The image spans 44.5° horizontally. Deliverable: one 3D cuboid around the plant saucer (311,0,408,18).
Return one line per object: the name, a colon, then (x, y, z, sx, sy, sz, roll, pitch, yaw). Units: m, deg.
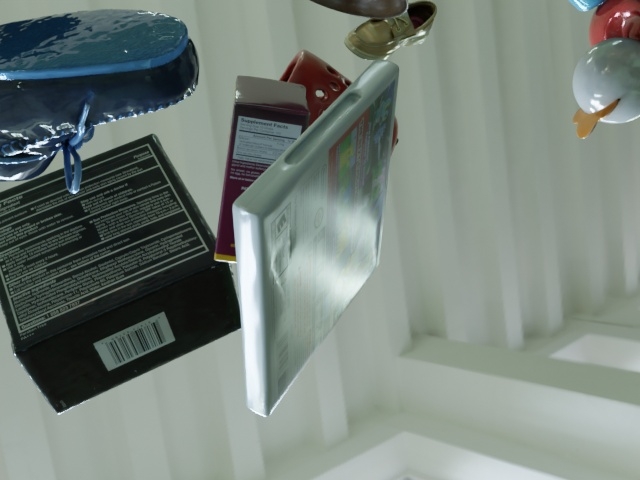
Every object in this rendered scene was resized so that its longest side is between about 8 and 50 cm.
plant saucer: (0.022, -0.299, 0.884, 0.168, 0.168, 0.029, 18, -93, -40)

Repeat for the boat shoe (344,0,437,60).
boat shoe: (0.097, -0.289, 1.047, 0.063, 0.059, 0.170, 45, -134, 12)

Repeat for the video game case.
video game case: (0.000, 0.000, 0.556, 0.183, 0.023, 0.201, -50, -27, -39)

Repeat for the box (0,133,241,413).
box: (-0.308, 0.038, 1.144, 0.296, 0.294, 0.182, -24, -37, -14)

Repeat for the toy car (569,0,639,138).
toy car: (0.407, -0.236, 1.060, 0.219, 0.210, 0.238, 40, -93, -11)

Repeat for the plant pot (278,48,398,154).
plant pot: (-0.003, -0.138, 1.082, 0.174, 0.191, 0.191, 31, -108, -14)

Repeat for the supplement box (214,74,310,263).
supplement box: (-0.067, -0.077, 0.878, 0.081, 0.104, 0.188, 7, -63, -8)

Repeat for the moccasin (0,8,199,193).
moccasin: (-0.250, -0.110, 0.645, 0.137, 0.342, 0.116, -67, -31, -50)
